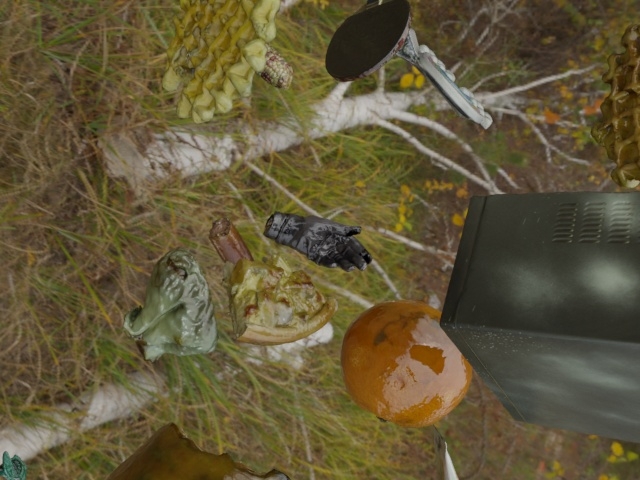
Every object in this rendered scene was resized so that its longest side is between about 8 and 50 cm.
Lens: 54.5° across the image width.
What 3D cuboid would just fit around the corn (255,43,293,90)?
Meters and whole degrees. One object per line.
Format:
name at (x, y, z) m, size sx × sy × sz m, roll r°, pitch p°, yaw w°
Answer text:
corn at (-0.163, -0.474, 1.576) m, size 0.086 × 0.253 × 0.086 m, roll -44°, pitch 165°, yaw -16°

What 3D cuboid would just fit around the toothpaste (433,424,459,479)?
toothpaste at (0.207, 0.437, 0.924) m, size 0.056 × 0.058 × 0.314 m, roll -14°, pitch 93°, yaw -45°

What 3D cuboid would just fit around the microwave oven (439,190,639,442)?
microwave oven at (0.434, 0.138, 0.990) m, size 0.432 × 0.375 × 0.236 m, roll 48°, pitch 54°, yaw -46°

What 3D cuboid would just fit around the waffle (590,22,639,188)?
waffle at (0.320, -0.126, 0.562) m, size 0.038 × 0.191 × 0.190 m, roll 3°, pitch 104°, yaw -23°

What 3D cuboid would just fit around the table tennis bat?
table tennis bat at (0.051, -0.220, 0.621) m, size 0.014 × 0.095 × 0.158 m, roll 41°, pitch 53°, yaw -40°

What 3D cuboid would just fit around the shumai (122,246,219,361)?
shumai at (-0.252, 0.106, 1.006) m, size 0.142 × 0.184 × 0.184 m, roll -16°, pitch 119°, yaw -18°

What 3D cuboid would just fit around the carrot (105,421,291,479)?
carrot at (-0.191, 0.384, 0.743) m, size 0.341 × 0.242 × 0.241 m, roll -44°, pitch 134°, yaw -18°

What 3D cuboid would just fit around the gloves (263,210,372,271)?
gloves at (-0.003, -0.005, 1.554) m, size 0.142 × 0.286 × 0.119 m, roll -66°, pitch 172°, yaw 22°

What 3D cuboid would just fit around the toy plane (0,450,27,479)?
toy plane at (-0.700, 0.471, 1.158) m, size 0.155 × 0.107 × 0.382 m, roll 70°, pitch 16°, yaw 8°

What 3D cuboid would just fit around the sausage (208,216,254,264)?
sausage at (-0.211, 0.070, 1.635) m, size 0.076 × 0.103 × 0.302 m, roll -36°, pitch 133°, yaw -19°

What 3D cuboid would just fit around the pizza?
pizza at (-0.090, 0.111, 1.323) m, size 0.089 × 0.223 × 0.324 m, roll -46°, pitch 158°, yaw 29°

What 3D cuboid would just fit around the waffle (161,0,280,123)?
waffle at (-0.148, -0.303, 0.931) m, size 0.056 × 0.250 × 0.261 m, roll 22°, pitch 75°, yaw -45°

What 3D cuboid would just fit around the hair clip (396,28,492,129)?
hair clip at (0.200, -0.266, 1.045) m, size 0.054 × 0.220 × 0.140 m, roll -44°, pitch 175°, yaw 23°

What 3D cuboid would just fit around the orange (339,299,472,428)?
orange at (0.196, 0.284, 1.452) m, size 0.312 × 0.312 × 0.311 m, roll -22°, pitch 120°, yaw -42°
